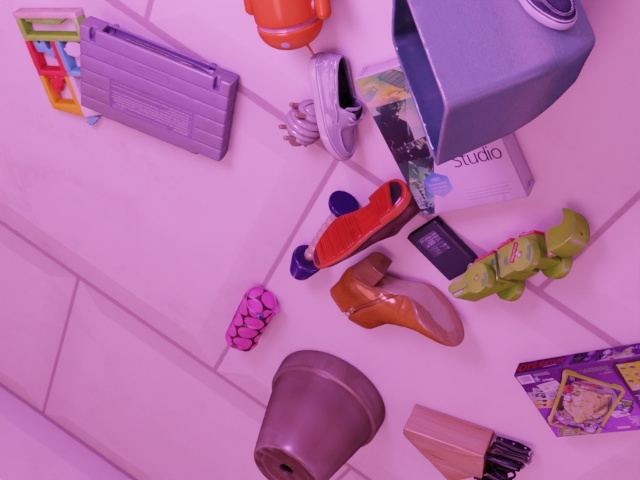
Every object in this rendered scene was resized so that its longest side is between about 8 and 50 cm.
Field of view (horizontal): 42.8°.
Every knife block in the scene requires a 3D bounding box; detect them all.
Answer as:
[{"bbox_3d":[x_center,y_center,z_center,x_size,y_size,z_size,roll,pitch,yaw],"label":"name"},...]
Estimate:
[{"bbox_3d":[0.378,0.509,2.039,0.276,0.088,0.242,47,136,-11],"label":"knife block"}]

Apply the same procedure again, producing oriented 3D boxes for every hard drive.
[{"bbox_3d":[0.260,0.019,1.729,0.135,0.022,0.094,45,137,-9],"label":"hard drive"}]

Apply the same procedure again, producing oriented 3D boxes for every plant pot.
[{"bbox_3d":[-0.029,0.498,2.154,0.323,0.280,0.323,18,133,20],"label":"plant pot"},{"bbox_3d":[0.264,-0.296,1.244,0.252,0.247,0.248,-16,165,1],"label":"plant pot"}]

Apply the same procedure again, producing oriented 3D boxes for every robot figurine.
[{"bbox_3d":[-0.063,-0.436,1.461,0.158,0.128,0.219,-11,126,2],"label":"robot figurine"}]

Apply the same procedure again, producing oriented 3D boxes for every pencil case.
[{"bbox_3d":[-0.180,0.213,2.143,0.098,0.095,0.209,22,140,-8],"label":"pencil case"}]

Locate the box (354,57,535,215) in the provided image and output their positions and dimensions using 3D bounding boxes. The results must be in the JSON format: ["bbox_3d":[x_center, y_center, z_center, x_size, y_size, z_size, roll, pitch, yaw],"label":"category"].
[{"bbox_3d":[0.232,-0.203,1.527,0.232,0.058,0.322,-11,119,38],"label":"box"}]

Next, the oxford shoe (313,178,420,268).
[{"bbox_3d":[0.100,-0.016,1.703,0.271,0.097,0.098,-36,139,26],"label":"oxford shoe"}]

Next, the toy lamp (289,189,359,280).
[{"bbox_3d":[0.000,0.000,1.842,0.080,0.080,0.275,35,139,1],"label":"toy lamp"}]

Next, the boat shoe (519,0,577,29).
[{"bbox_3d":[0.297,-0.377,1.113,0.183,0.065,0.083,55,160,9],"label":"boat shoe"}]

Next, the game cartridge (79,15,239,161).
[{"bbox_3d":[-0.357,-0.326,1.787,0.355,0.068,0.230,23,140,6],"label":"game cartridge"}]

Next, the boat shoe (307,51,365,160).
[{"bbox_3d":[0.040,-0.256,1.589,0.081,0.079,0.227,6,127,34],"label":"boat shoe"}]

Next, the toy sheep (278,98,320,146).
[{"bbox_3d":[-0.029,-0.240,1.644,0.091,0.091,0.132,36,132,1],"label":"toy sheep"}]

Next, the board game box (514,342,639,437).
[{"bbox_3d":[0.616,0.324,1.753,0.347,0.056,0.208,-19,111,42],"label":"board game box"}]

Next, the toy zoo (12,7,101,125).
[{"bbox_3d":[-0.583,-0.398,1.905,0.192,0.030,0.293,9,131,26],"label":"toy zoo"}]

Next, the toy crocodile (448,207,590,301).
[{"bbox_3d":[0.383,0.043,1.615,0.115,0.105,0.340,11,152,-28],"label":"toy crocodile"}]

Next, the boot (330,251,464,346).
[{"bbox_3d":[0.170,0.164,1.872,0.295,0.104,0.211,41,143,2],"label":"boot"}]
